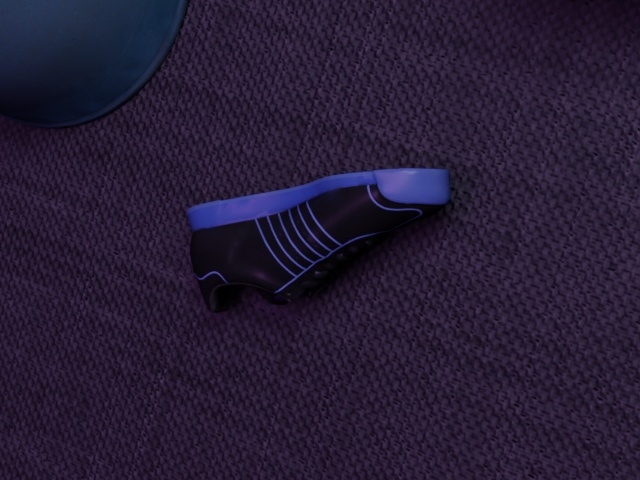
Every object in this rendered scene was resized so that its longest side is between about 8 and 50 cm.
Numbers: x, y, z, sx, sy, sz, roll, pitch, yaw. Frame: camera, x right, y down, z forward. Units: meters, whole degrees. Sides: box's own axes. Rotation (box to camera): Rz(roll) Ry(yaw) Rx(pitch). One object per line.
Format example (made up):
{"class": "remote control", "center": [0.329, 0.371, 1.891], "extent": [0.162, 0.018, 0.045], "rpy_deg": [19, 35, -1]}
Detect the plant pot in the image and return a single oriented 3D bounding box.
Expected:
{"class": "plant pot", "center": [-0.286, -0.240, 1.044], "extent": [0.272, 0.255, 0.271], "rpy_deg": [-1, 88, 25]}

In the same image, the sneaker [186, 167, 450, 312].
{"class": "sneaker", "center": [0.000, 0.000, 1.006], "extent": [0.232, 0.081, 0.090], "rpy_deg": [-11, 86, 30]}
